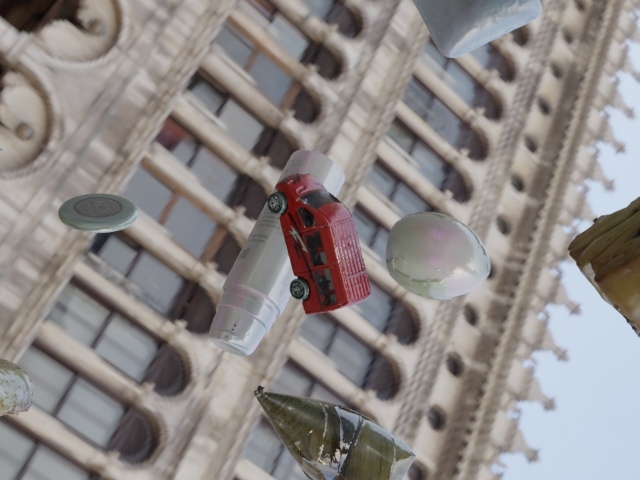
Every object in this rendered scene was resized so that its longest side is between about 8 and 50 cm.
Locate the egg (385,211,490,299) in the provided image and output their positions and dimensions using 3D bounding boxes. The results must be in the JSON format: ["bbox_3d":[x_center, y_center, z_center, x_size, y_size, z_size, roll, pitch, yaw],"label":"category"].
[{"bbox_3d":[0.251,0.035,2.312,0.217,0.183,0.183,8,-128,21],"label":"egg"}]

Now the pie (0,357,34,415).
[{"bbox_3d":[-0.562,0.214,1.543,0.315,0.315,0.092,-12,-99,58],"label":"pie"}]

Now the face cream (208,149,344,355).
[{"bbox_3d":[-0.070,0.022,1.688,0.102,0.102,0.345,-15,-137,56],"label":"face cream"}]

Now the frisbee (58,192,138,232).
[{"bbox_3d":[-0.308,-0.040,1.521,0.110,0.110,0.014,-98,-169,-62],"label":"frisbee"}]

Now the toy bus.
[{"bbox_3d":[0.000,0.000,1.506,0.089,0.195,0.081,-13,-178,40],"label":"toy bus"}]

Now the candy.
[{"bbox_3d":[0.170,-0.318,1.314,0.138,0.174,0.071,-26,173,-7],"label":"candy"}]

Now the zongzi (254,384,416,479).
[{"bbox_3d":[-0.014,0.268,1.514,0.112,0.242,0.221,-63,-168,-14],"label":"zongzi"}]

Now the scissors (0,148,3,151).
[{"bbox_3d":[-0.633,-0.158,1.946,0.212,0.110,0.021,-5,100,-70],"label":"scissors"}]

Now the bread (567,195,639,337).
[{"bbox_3d":[0.598,0.054,1.722,0.370,0.314,0.191,-27,-151,41],"label":"bread"}]
